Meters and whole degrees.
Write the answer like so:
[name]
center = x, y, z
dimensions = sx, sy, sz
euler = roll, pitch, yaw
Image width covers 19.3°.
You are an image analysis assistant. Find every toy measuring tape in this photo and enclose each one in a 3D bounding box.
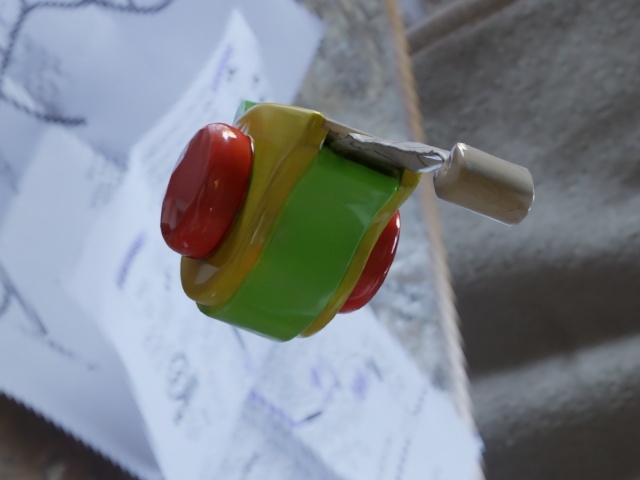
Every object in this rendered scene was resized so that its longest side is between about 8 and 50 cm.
[toy measuring tape]
center = 0.000, 0.000, 0.884
dimensions = 0.121, 0.330, 0.121
euler = -3, 98, -19
